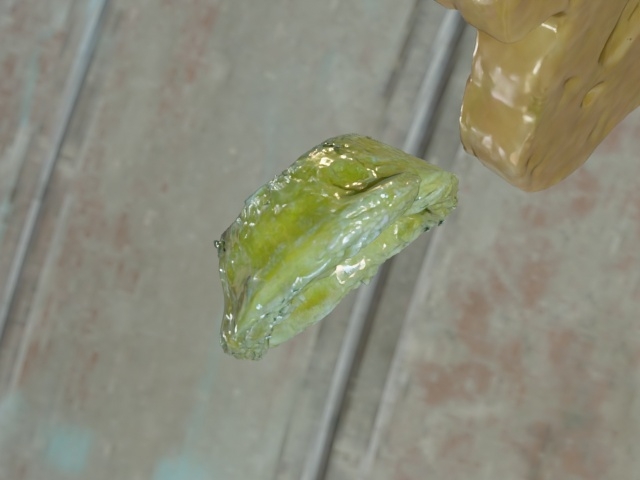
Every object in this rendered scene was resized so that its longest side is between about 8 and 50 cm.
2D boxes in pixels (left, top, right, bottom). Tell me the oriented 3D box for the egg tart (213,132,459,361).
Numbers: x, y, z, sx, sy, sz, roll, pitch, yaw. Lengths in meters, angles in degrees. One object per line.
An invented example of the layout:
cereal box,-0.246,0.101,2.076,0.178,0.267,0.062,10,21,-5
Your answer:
egg tart,0.000,0.000,1.215,0.078,0.197,0.197,51,122,12

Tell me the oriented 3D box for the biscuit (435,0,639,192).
biscuit,0.159,-0.186,0.815,0.057,0.312,0.351,37,94,23
